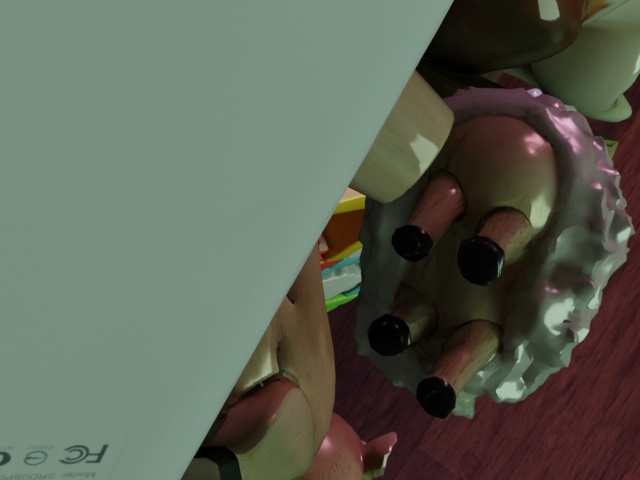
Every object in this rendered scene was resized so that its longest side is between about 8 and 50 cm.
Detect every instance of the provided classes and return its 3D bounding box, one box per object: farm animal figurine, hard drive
[{"bbox_3d":[-0.059,0.072,0.623,0.172,0.330,0.326,-35,135,-62],"label":"farm animal figurine"},{"bbox_3d":[-0.104,0.000,0.383,0.210,0.040,0.318,3,136,-30],"label":"hard drive"}]

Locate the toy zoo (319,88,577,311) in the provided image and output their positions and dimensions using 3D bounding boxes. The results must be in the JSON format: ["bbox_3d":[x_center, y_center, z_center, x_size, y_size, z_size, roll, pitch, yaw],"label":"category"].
[{"bbox_3d":[0.000,0.000,0.770,0.192,0.030,0.293,-12,165,-45],"label":"toy zoo"}]

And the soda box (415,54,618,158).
[{"bbox_3d":[0.066,-0.062,0.874,0.058,0.181,0.061,0,114,-52],"label":"soda box"}]

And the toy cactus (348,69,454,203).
[{"bbox_3d":[-0.046,-0.075,0.448,0.219,0.180,0.112,-51,-165,5],"label":"toy cactus"}]

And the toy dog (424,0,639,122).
[{"bbox_3d":[0.178,-0.174,0.787,0.395,0.408,0.284,24,-71,56],"label":"toy dog"}]
